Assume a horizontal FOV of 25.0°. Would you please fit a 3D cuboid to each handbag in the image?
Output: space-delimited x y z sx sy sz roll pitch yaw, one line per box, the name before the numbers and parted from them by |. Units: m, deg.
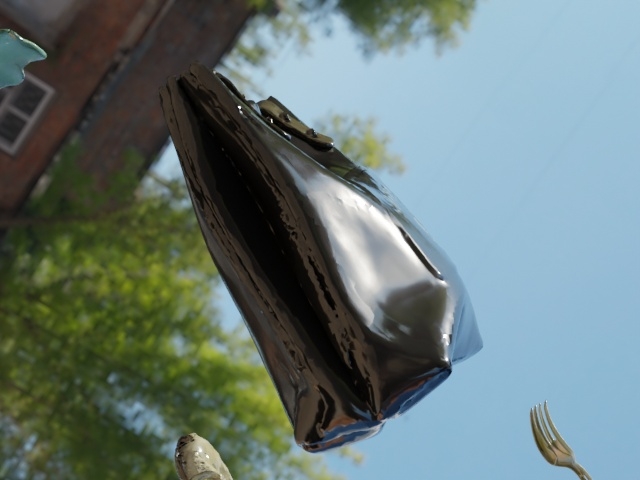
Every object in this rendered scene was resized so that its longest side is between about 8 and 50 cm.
handbag | 0.000 0.000 1.104 0.152 0.288 0.342 -35 174 7

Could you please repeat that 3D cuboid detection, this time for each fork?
fork | 0.278 0.260 1.456 0.034 0.219 0.028 -36 179 38

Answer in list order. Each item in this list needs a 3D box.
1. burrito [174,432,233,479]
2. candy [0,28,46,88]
burrito | -0.067 0.218 0.899 0.063 0.229 0.058 20 -139 33
candy | -0.372 -0.127 0.809 0.263 0.398 0.172 -19 -118 29
